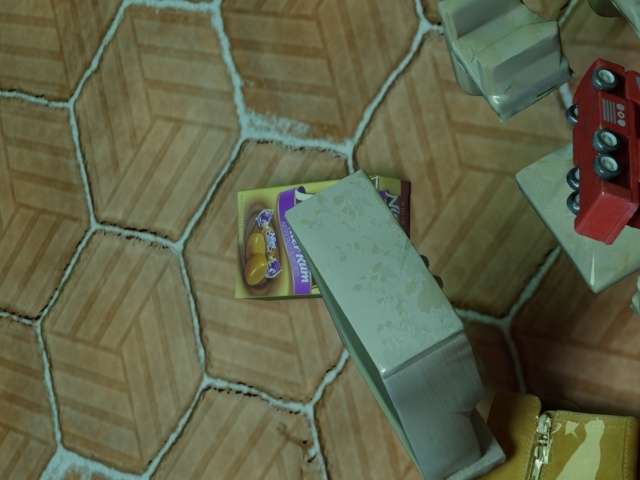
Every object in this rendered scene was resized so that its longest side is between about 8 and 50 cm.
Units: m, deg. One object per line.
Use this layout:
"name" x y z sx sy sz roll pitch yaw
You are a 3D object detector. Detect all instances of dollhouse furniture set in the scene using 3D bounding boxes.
"dollhouse furniture set" 0.203 -0.001 1.332 0.394 0.256 0.362 -29 61 -4

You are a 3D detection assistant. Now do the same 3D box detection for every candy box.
"candy box" 0.000 0.000 1.635 0.186 0.053 0.109 -5 81 41

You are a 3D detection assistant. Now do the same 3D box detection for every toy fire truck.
"toy fire truck" 0.236 -0.032 1.152 0.047 0.135 0.192 119 164 -45

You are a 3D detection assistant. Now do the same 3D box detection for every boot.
"boot" 0.142 0.234 1.457 0.295 0.104 0.211 -4 78 37
